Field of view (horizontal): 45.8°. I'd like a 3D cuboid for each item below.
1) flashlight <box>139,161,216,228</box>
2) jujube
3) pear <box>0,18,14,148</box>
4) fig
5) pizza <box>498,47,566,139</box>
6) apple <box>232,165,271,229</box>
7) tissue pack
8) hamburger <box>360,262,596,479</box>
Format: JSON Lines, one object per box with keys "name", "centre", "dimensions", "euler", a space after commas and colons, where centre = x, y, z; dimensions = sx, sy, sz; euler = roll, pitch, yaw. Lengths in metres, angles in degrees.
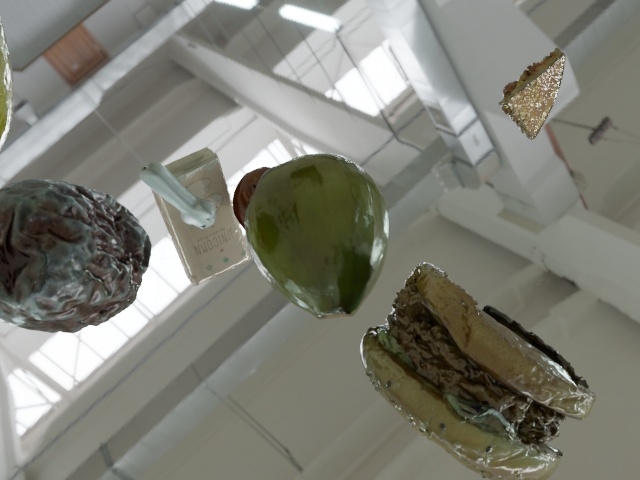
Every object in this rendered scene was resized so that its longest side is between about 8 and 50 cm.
{"name": "flashlight", "centre": [-0.308, -0.100, 1.640], "dimensions": [0.093, 0.200, 0.047], "euler": [-16, -137, 40]}
{"name": "jujube", "centre": [-0.375, 0.023, 1.098], "dimensions": [0.226, 0.226, 0.317], "euler": [-35, 177, 4]}
{"name": "pear", "centre": [-0.422, -0.162, 0.675], "dimensions": [0.304, 0.304, 0.303], "euler": [-23, -143, 19]}
{"name": "fig", "centre": [0.000, 0.000, 1.214], "dimensions": [0.240, 0.239, 0.271], "euler": [-25, -119, 18]}
{"name": "pizza", "centre": [0.433, -0.312, 1.586], "dimensions": [0.053, 0.193, 0.200], "euler": [36, -62, 36]}
{"name": "apple", "centre": [-0.133, -0.097, 1.765], "dimensions": [0.156, 0.158, 0.147], "euler": [-37, -117, -14]}
{"name": "tissue pack", "centre": [-0.290, -0.052, 1.845], "dimensions": [0.170, 0.325, 0.071], "euler": [-29, -138, -17]}
{"name": "hamburger", "centre": [0.201, 0.176, 1.068], "dimensions": [0.195, 0.277, 0.318], "euler": [-55, -144, 8]}
